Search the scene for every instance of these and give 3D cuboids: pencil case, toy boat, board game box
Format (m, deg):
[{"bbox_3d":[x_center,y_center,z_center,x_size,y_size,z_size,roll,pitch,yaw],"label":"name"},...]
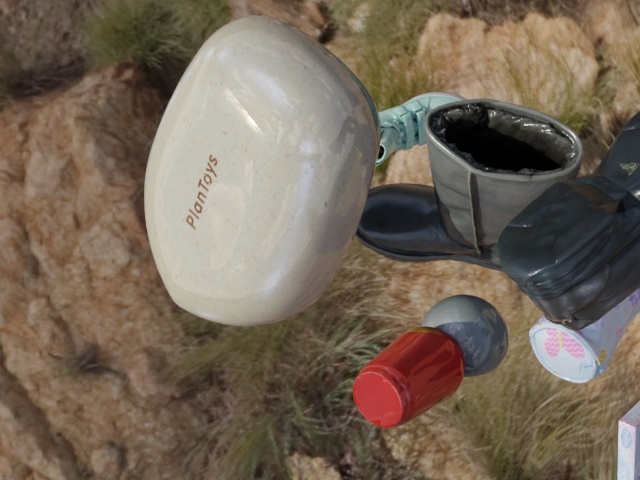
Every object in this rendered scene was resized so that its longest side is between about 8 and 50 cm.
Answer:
[{"bbox_3d":[0.447,0.105,1.344,0.124,0.273,0.113,41,147,16],"label":"pencil case"},{"bbox_3d":[0.000,0.000,0.654,0.318,0.148,0.267,47,131,17],"label":"toy boat"},{"bbox_3d":[0.325,0.197,0.841,0.020,0.090,0.090,17,123,43],"label":"board game box"}]

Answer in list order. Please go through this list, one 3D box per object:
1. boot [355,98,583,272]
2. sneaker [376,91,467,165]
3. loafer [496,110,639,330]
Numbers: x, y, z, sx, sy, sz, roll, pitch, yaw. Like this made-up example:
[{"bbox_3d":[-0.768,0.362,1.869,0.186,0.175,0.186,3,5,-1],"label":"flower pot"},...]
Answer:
[{"bbox_3d":[0.095,-0.036,0.636,0.189,0.208,0.076,6,78,17],"label":"boot"},{"bbox_3d":[0.147,-0.180,1.486,0.256,0.151,0.094,-12,120,6],"label":"sneaker"},{"bbox_3d":[0.168,-0.023,0.416,0.170,0.061,0.062,-36,32,7],"label":"loafer"}]
